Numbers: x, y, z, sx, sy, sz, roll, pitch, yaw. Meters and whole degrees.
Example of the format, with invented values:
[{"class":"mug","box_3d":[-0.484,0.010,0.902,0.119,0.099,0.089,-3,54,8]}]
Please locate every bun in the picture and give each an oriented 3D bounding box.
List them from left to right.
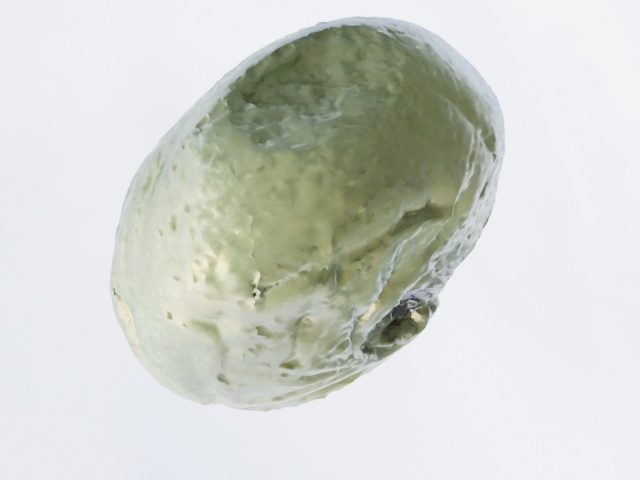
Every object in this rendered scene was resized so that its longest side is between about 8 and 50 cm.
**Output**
[{"class":"bun","box_3d":[0.001,-0.002,0.781,0.221,0.221,0.108,-16,-123,-32]}]
